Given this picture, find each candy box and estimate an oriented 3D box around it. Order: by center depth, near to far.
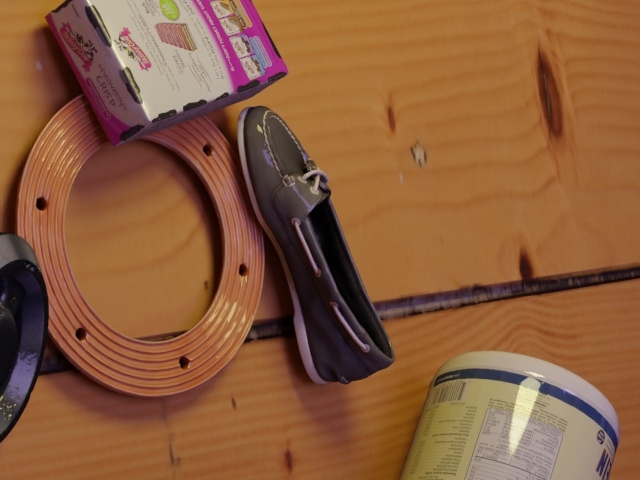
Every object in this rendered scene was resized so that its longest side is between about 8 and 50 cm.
[{"bbox_3d":[-0.160,-0.208,2.030,0.233,0.071,0.159,-24,85,-49],"label":"candy box"}]

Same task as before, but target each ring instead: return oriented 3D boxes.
[{"bbox_3d":[-0.191,0.000,2.020,0.336,0.032,0.336,11,73,-43],"label":"ring"}]

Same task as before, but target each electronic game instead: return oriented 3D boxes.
[{"bbox_3d":[-0.319,0.104,1.793,0.229,0.048,0.229,13,90,-74],"label":"electronic game"}]

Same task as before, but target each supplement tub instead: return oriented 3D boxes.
[{"bbox_3d":[0.200,0.318,2.202,0.235,0.235,0.325,40,57,-33],"label":"supplement tub"}]

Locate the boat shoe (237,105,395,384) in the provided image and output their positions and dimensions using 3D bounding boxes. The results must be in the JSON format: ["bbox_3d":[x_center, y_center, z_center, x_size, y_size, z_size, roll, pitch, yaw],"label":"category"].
[{"bbox_3d":[0.000,0.000,2.144,0.112,0.095,0.335,-40,115,-64],"label":"boat shoe"}]
